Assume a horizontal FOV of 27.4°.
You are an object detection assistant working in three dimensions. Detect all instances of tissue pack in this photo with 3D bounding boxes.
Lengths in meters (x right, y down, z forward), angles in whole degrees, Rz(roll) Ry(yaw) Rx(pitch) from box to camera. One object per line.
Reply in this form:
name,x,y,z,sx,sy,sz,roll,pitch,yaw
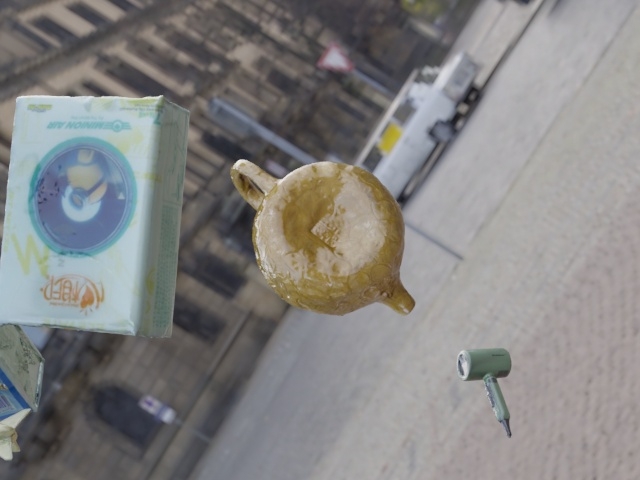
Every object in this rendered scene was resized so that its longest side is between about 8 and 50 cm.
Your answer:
tissue pack,-0.377,-0.040,2.178,0.162,0.287,0.388,15,-102,-69
tissue pack,-0.660,0.235,2.360,0.146,0.263,0.198,-91,-18,-48

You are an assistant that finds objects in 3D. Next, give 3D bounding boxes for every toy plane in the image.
toy plane,-0.609,0.324,2.184,0.229,0.244,0.092,-80,-14,-48

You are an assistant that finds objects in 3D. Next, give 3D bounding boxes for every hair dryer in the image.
hair dryer,0.252,0.220,1.893,0.047,0.071,0.150,106,155,-46

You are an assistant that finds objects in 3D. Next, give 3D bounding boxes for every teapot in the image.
teapot,0.000,0.000,1.785,0.203,0.311,0.167,-51,-10,-19
